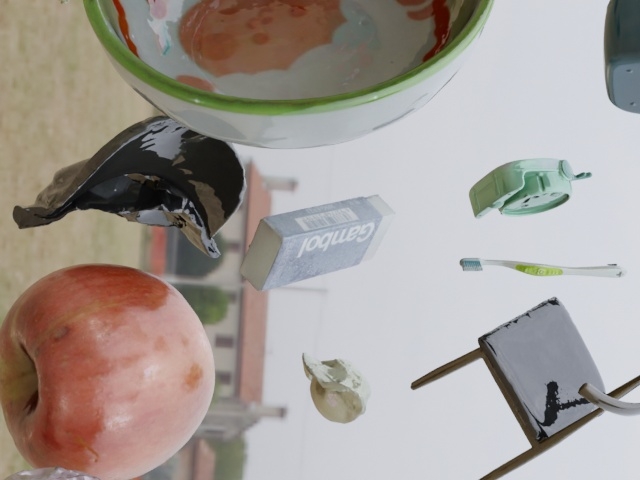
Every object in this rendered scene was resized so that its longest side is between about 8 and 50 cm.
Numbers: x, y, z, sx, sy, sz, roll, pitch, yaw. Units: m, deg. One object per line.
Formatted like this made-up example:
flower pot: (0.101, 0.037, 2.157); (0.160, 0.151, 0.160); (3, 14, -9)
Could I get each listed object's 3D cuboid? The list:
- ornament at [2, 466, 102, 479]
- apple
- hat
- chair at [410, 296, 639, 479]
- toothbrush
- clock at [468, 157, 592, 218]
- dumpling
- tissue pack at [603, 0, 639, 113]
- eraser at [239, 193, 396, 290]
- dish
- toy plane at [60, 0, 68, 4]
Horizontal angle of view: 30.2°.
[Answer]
ornament: (-0.348, 0.426, 1.554); (0.259, 0.225, 0.259); (-33, -135, 40)
apple: (-0.343, 0.214, 1.932); (0.364, 0.364, 0.364); (-176, -90, -83)
hat: (-0.302, -0.118, 2.009); (0.381, 0.366, 0.257); (-57, -143, 34)
chair: (0.276, 0.168, 1.451); (0.272, 0.188, 0.166); (-35, -100, 46)
toothbrush: (0.341, 0.041, 1.819); (0.026, 0.263, 0.022); (-98, -167, -51)
clock: (0.386, -0.094, 2.139); (0.159, 0.211, 0.066); (136, -54, -62)
dumpling: (0.015, 0.235, 1.952); (0.100, 0.134, 0.169); (-50, -176, 16)
tissue pack: (0.562, -0.301, 1.734); (0.198, 0.287, 0.206); (54, 44, -58)
eraser: (0.000, 0.000, 1.518); (0.046, 0.212, 0.092); (47, -50, 28)
dish: (-0.024, -0.179, 0.967); (0.124, 0.324, 0.324); (90, -1, -52)
toy plane: (-0.316, -0.382, 1.575); (0.104, 0.242, 0.256); (-120, -172, -56)
